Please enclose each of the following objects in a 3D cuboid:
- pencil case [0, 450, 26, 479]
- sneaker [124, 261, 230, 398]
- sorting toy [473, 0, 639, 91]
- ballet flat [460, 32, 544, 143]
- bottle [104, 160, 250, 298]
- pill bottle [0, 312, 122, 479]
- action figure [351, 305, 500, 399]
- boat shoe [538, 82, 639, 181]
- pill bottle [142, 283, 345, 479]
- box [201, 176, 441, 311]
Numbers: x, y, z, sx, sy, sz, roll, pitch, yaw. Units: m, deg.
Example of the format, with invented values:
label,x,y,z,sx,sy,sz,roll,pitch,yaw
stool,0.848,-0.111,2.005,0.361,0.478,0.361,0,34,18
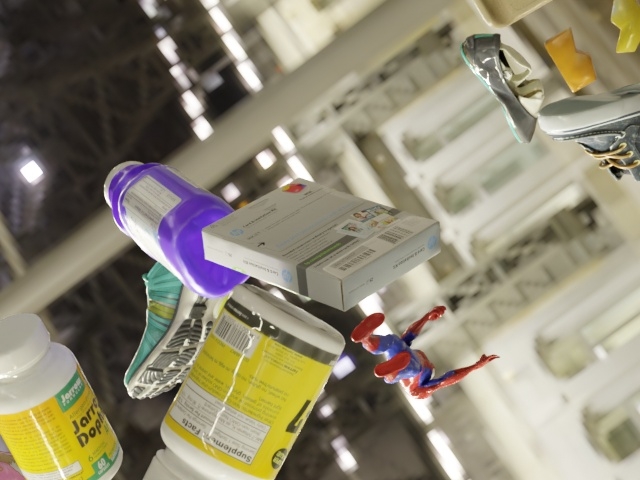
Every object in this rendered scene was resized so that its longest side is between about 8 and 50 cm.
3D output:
label,x,y,z,sx,sy,sz,roll,pitch,yaw
pencil case,-0.477,0.359,2.411,0.386,0.160,0.167,18,-106,-39
sneaker,-0.186,0.083,2.363,0.110,0.275,0.107,35,-165,32
sorting toy,0.247,-0.318,1.855,0.307,0.229,0.041,57,-162,-10
ballet flat,0.264,-0.210,2.452,0.203,0.074,0.074,51,-174,-38
bottle,-0.168,-0.025,2.014,0.118,0.092,0.283,55,169,-29
pill bottle,-0.319,0.191,2.070,0.117,0.117,0.208,-114,1,-63
action figure,0.137,0.133,2.276,0.091,0.139,0.280,59,-177,17
boat shoe,0.258,-0.087,1.570,0.183,0.065,0.083,-15,-75,-45
pill bottle,-0.074,0.155,1.653,0.119,0.208,0.119,28,-176,-2
box,0.000,0.000,1.746,0.186,0.145,0.038,20,126,37
